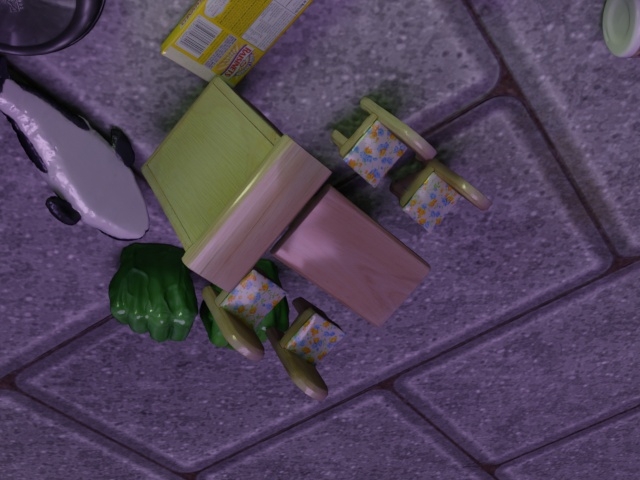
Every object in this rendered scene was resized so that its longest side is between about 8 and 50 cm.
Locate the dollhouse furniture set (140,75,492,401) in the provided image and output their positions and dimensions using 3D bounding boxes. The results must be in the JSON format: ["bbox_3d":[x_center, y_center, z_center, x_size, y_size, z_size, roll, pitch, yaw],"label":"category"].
[{"bbox_3d":[0.000,0.000,1.035,0.394,0.256,0.362,36,98,-34],"label":"dollhouse furniture set"}]

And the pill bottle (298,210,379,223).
[{"bbox_3d":[0.026,-0.012,1.244,0.120,0.067,0.067,2,135,-13],"label":"pill bottle"}]

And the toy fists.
[{"bbox_3d":[-0.184,0.096,1.258,0.279,0.142,0.096,10,133,-20],"label":"toy fists"}]

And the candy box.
[{"bbox_3d":[-0.091,-0.273,0.981,0.105,0.027,0.206,26,125,-36],"label":"candy box"}]

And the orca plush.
[{"bbox_3d":[-0.348,-0.098,1.059,0.102,0.151,0.287,-6,150,42],"label":"orca plush"}]

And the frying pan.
[{"bbox_3d":[-0.396,-0.295,0.887,0.326,0.053,0.197,10,132,-25],"label":"frying pan"}]

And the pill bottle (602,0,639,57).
[{"bbox_3d":[0.456,-0.281,1.036,0.169,0.094,0.094,-4,136,-7],"label":"pill bottle"}]
